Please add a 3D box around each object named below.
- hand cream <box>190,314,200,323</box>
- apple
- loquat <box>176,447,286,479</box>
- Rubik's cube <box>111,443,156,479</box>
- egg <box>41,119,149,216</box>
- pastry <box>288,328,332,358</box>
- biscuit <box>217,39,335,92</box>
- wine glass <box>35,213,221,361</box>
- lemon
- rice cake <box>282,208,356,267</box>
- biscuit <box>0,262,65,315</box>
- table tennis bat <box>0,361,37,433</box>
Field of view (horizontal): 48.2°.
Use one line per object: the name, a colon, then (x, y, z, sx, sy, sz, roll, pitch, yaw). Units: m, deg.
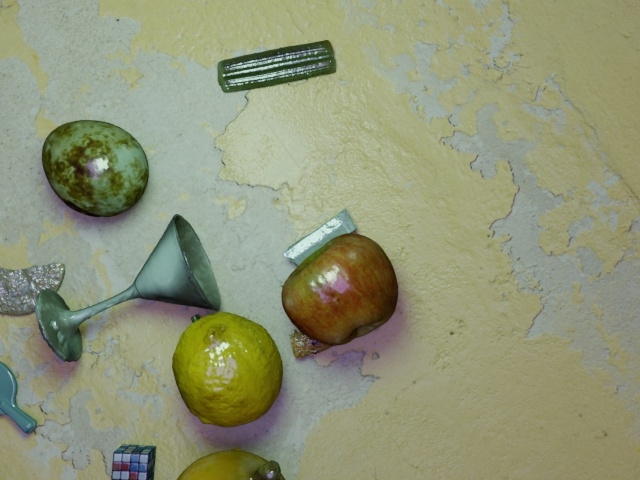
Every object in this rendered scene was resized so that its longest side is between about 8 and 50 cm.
hand cream: (-0.308, 0.255, 1.892, 0.036, 0.023, 0.122, -25, 92, -6)
apple: (0.060, 0.131, 1.762, 0.309, 0.277, 0.250, -41, 97, -38)
loquat: (-0.200, 0.651, 1.716, 0.328, 0.328, 0.360, 34, 113, 1)
Rubik's cube: (-0.479, 0.581, 1.837, 0.092, 0.092, 0.092, 3, 86, -1)
egg: (-0.574, -0.186, 1.804, 0.289, 0.238, 0.238, 24, 87, 19)
pastry: (-0.010, 0.258, 1.882, 0.140, 0.056, 0.080, -15, 80, 4)
biscuit: (-0.121, -0.470, 1.924, 0.322, 0.038, 0.099, -11, 90, -2)
wine glass: (-0.478, 0.135, 1.791, 0.405, 0.267, 0.267, -25, 88, 3)
lemon: (-0.228, 0.324, 1.770, 0.268, 0.268, 0.322, -9, 126, -2)
rice cake: (0.000, 0.000, 1.889, 0.206, 0.063, 0.069, -36, 94, -1)
biscuit: (-0.796, 0.130, 1.884, 0.249, 0.032, 0.133, -4, 88, -2)
table tennis bat: (-0.840, 0.414, 1.867, 0.244, 0.040, 0.153, 39, 88, 5)
